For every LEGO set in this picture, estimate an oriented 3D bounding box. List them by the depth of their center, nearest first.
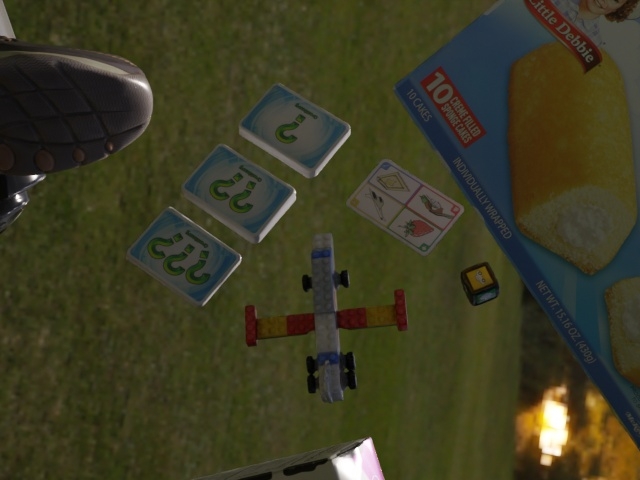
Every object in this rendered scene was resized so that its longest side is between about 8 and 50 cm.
[{"bbox_3d":[0.000,0.000,0.849,0.182,0.244,0.060,-49,157,-15],"label":"LEGO set"}]

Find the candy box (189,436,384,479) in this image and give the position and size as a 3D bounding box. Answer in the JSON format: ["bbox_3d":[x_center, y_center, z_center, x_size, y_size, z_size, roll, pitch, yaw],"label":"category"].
[{"bbox_3d":[-0.049,0.256,0.921,0.071,0.233,0.159,-14,86,-61],"label":"candy box"}]

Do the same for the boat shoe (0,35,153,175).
[{"bbox_3d":[-0.326,-0.144,1.048,0.132,0.355,0.130,110,-28,-44],"label":"boat shoe"}]

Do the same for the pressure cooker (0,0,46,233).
[{"bbox_3d":[-0.512,-0.167,1.370,0.370,0.375,0.421,26,-45,65],"label":"pressure cooker"}]

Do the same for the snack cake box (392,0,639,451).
[{"bbox_3d":[0.180,-0.022,0.623,0.152,0.264,0.089,-37,176,40],"label":"snack cake box"}]
